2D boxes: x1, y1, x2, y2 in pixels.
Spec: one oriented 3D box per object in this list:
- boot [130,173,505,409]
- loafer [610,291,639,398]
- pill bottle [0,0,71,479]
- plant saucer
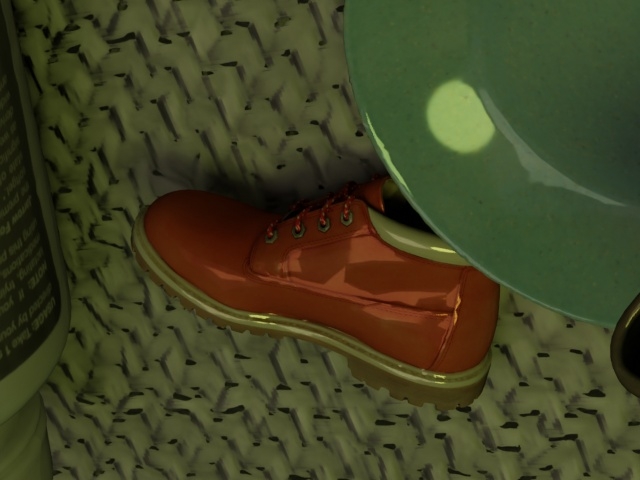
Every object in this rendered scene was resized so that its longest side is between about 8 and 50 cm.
[{"bbox_3d":[0.000,0.000,0.785,0.158,0.059,0.084,20,128,12],"label":"boot"},{"bbox_3d":[0.181,-0.027,0.545,0.267,0.084,0.096,-54,47,40],"label":"loafer"},{"bbox_3d":[-0.202,-0.013,0.830,0.176,0.176,0.318,13,127,28],"label":"pill bottle"},{"bbox_3d":[0.100,-0.058,0.680,0.195,0.037,0.195,18,129,24],"label":"plant saucer"}]
